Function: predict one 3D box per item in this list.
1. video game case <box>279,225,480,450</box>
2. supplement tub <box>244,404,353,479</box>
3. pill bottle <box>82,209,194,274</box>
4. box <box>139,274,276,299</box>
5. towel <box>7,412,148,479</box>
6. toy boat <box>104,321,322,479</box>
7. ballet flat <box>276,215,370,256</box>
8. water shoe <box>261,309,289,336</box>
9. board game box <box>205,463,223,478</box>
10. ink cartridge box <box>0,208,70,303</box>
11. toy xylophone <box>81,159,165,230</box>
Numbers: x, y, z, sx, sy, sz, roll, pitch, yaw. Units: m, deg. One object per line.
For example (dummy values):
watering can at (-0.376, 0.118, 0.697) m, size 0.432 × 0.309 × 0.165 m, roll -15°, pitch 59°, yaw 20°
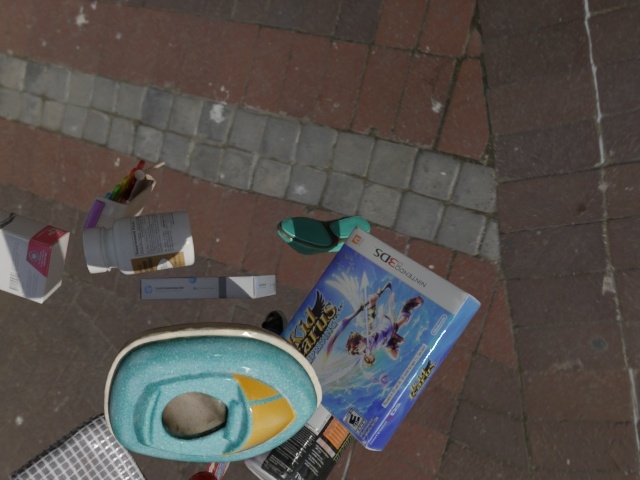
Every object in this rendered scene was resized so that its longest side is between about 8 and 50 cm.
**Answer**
video game case at (0.075, 0.143, 0.893) m, size 0.244 × 0.061 × 0.269 m, roll 34°, pitch 89°, yaw 41°
supplement tub at (-0.024, 0.491, 1.460) m, size 0.207 × 0.207 × 0.338 m, roll 29°, pitch 60°, yaw 21°
pill bottle at (-0.412, 0.009, 1.281) m, size 0.229 × 0.131 × 0.131 m, roll -8°, pitch 88°, yaw -15°
box at (-0.181, 0.077, 0.933) m, size 0.186 × 0.145 × 0.038 m, roll -3°, pitch 87°, yaw 9°
towel at (-0.527, 0.577, 1.282) m, size 0.121 × 0.235 × 0.284 m, roll -27°, pitch 97°, yaw 50°
toy boat at (-0.131, 0.257, 0.702) m, size 0.267 × 0.148 × 0.318 m, roll 3°, pitch 110°, yaw -17°
ballet flat at (0.000, 0.000, 1.164) m, size 0.083 × 0.247 × 0.087 m, roll 58°, pitch 131°, yaw 26°
water shoe at (-0.106, 0.199, 1.048) m, size 0.080 × 0.203 × 0.073 m, roll 20°, pitch 124°, yaw -20°
board game box at (-0.244, 0.541, 1.390) m, size 0.027 × 0.145 × 0.281 m, roll 26°, pitch 125°, yaw 7°
ink cartridge box at (-0.911, 0.033, 1.645) m, size 0.283 × 0.117 × 0.207 m, roll 20°, pitch 115°, yaw -3°
toy xylophone at (-0.550, -0.133, 1.601) m, size 0.081 × 0.323 × 0.236 m, roll 30°, pitch 102°, yaw -8°
